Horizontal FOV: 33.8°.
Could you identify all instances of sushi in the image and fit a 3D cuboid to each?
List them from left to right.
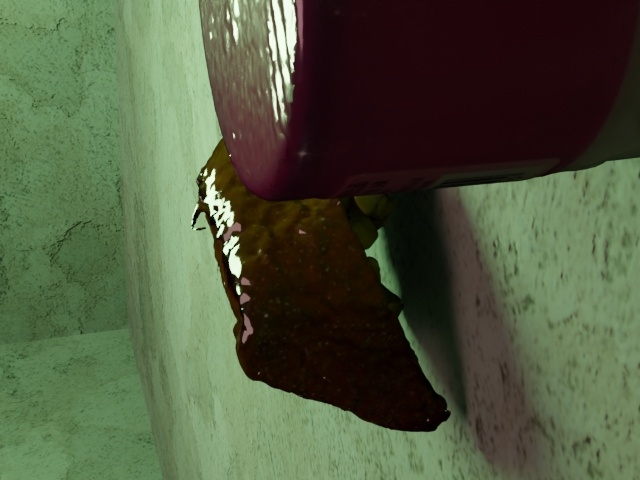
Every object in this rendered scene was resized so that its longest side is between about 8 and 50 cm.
[{"bbox_3d":[-0.001,-0.003,0.793,0.296,0.179,0.167,-112,5,-51],"label":"sushi"}]

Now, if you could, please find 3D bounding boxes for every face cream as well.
[{"bbox_3d":[0.058,-0.110,0.431,0.175,0.194,0.175,173,90,-73],"label":"face cream"}]
